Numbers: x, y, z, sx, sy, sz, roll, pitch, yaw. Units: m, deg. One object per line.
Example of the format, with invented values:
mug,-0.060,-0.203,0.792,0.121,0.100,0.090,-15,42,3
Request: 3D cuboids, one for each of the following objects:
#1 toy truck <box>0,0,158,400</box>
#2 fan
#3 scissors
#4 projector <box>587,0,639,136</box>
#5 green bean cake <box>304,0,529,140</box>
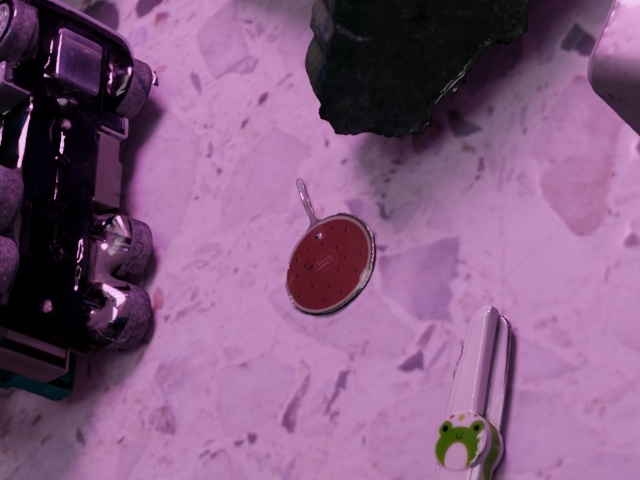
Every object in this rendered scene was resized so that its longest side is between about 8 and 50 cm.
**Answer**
toy truck,-0.257,-0.028,1.396,0.178,0.176,0.363,-24,53,42
fan,0.000,0.000,1.283,0.085,0.005,0.133,-36,49,18
scissors,0.100,0.141,1.107,0.101,0.027,0.204,-2,67,37
projector,0.277,-0.108,0.948,0.099,0.256,0.192,16,77,43
green bean cake,0.090,-0.181,1.236,0.107,0.193,0.208,-121,37,-61
